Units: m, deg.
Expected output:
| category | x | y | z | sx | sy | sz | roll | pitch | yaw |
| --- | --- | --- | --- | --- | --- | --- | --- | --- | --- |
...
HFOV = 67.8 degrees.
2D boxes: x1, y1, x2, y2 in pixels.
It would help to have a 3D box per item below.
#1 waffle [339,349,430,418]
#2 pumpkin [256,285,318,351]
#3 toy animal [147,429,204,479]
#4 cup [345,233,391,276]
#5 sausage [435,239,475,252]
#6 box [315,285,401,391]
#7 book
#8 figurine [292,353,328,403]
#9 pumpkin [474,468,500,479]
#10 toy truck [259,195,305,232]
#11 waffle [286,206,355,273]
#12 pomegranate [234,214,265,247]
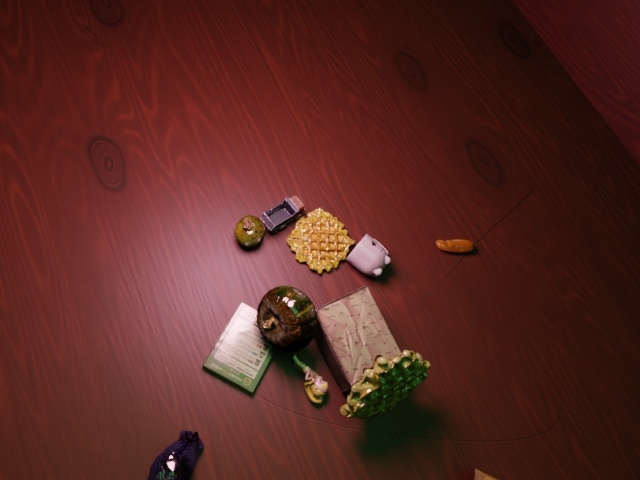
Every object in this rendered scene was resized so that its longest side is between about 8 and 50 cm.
| category | x | y | z | sx | sy | sz | roll | pitch | yaw |
| --- | --- | --- | --- | --- | --- | --- | --- | --- | --- |
| waffle | 0.219 | 0.491 | 1.590 | 0.297 | 0.317 | 0.073 | 18 | 22 | -42 |
| pumpkin | -0.119 | 0.272 | 1.632 | 0.159 | 0.238 | 0.238 | -25 | 73 | -41 |
| toy animal | -0.450 | 0.699 | 1.429 | 0.122 | 0.186 | 0.298 | 30 | 45 | 7 |
| cup | 0.198 | 0.067 | 1.901 | 0.142 | 0.173 | 0.134 | 38 | 95 | 4 |
| sausage | 0.574 | 0.025 | 2.030 | 0.182 | 0.054 | 0.062 | -1 | 34 | -11 |
| box | 0.119 | 0.351 | 1.709 | 0.225 | 0.190 | 0.297 | -22 | 72 | -19 |
| book | -0.264 | 0.377 | 1.699 | 0.201 | 0.027 | 0.264 | 29 | 63 | 0 |
| figurine | -0.043 | 0.484 | 1.681 | 0.083 | 0.083 | 0.187 | -37 | 85 | -24 |
| pumpkin | 0.627 | 0.900 | 1.523 | 0.332 | 0.332 | 0.199 | 29 | 76 | 1 |
| toy truck | -0.148 | -0.105 | 1.895 | 0.192 | 0.092 | 0.083 | -33 | 76 | -31 |
| waffle | 0.000 | 0.001 | 1.914 | 0.245 | 0.052 | 0.254 | 42 | 66 | 6 |
| pomegranate | -0.267 | -0.036 | 1.828 | 0.130 | 0.130 | 0.131 | 5 | 65 | -11 |
